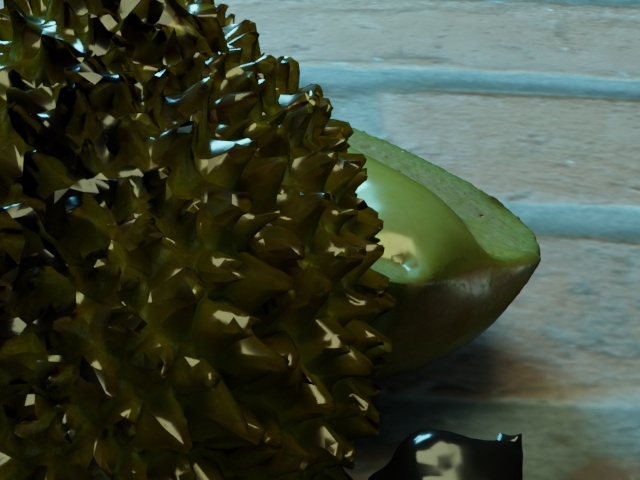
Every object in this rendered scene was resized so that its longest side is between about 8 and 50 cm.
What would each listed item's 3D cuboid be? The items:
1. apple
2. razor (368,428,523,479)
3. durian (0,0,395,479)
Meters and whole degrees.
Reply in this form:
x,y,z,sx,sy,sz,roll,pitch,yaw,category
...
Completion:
x,y,z,sx,sy,sz,roll,pitch,yaw,category
0.000,0.000,0.816,0.193,0.120,0.265,-3,26,-43,apple
0.162,0.152,0.518,0.326,0.107,0.189,3,27,2,razor
-0.088,0.041,0.573,0.258,0.258,0.293,5,44,5,durian
